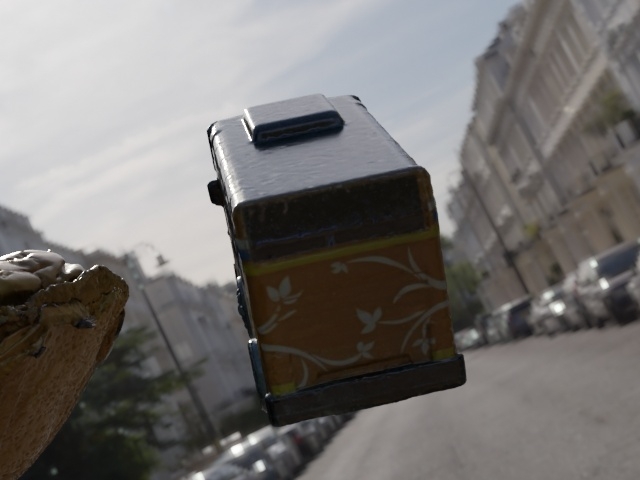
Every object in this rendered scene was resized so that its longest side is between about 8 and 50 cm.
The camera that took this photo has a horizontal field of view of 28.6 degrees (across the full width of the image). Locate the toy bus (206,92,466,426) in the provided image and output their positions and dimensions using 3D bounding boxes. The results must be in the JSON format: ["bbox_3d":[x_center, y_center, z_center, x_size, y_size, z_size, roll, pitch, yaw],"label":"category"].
[{"bbox_3d":[0.000,0.000,1.026,0.162,0.194,0.323,-12,19,-5],"label":"toy bus"}]

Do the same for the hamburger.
[{"bbox_3d":[-0.326,0.127,1.261,0.318,0.158,0.318,-50,-8,-10],"label":"hamburger"}]
